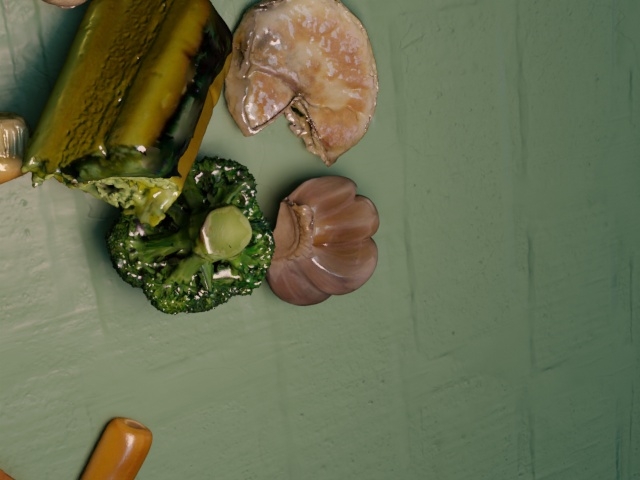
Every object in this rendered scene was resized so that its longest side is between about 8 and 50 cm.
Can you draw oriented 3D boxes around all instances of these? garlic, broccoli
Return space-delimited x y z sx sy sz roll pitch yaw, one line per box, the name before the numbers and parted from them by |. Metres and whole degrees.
garlic | 0.000 0.000 1.757 0.292 0.210 0.237 3 79 -55
broccoli | -0.195 -0.010 1.570 0.297 0.297 0.297 0 89 -31

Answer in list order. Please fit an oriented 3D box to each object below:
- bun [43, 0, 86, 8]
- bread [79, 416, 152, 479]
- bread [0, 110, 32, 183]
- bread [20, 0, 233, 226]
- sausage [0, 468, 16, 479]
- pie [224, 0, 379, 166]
bun | -0.403 -0.453 1.439 0.173 0.113 0.166 -62 164 -16
bread | -0.389 0.444 1.705 0.092 0.074 0.239 28 88 -38
bread | -0.554 -0.131 1.418 0.236 0.140 0.106 -11 111 -26
bread | -0.283 -0.221 1.458 0.208 0.251 0.376 66 37 -64
sausage | -0.589 0.432 1.556 0.241 0.120 0.136 46 64 -31
pie | -0.023 -0.308 1.731 0.337 0.075 0.337 -5 100 -30
